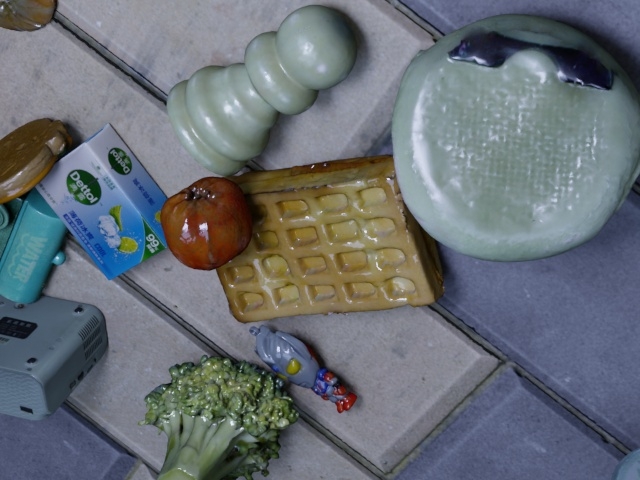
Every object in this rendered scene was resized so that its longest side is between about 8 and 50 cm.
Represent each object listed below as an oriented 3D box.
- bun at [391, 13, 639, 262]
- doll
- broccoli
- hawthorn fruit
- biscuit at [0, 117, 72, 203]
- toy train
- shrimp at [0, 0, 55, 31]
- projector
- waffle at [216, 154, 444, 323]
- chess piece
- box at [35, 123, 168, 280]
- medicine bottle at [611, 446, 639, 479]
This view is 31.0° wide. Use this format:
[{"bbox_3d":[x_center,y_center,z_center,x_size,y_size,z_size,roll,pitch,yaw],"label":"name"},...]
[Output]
[{"bbox_3d":[0.229,-0.117,1.360,0.293,0.187,0.293,1,94,13],"label":"bun"},{"bbox_3d":[-0.031,0.192,1.747,0.194,0.062,0.104,39,171,-8],"label":"doll"},{"bbox_3d":[-0.158,0.311,1.763,0.263,0.243,0.247,1,117,21],"label":"broccoli"},{"bbox_3d":[-0.148,-0.021,1.522,0.128,0.128,0.128,12,124,18],"label":"hawthorn fruit"},{"bbox_3d":[-0.430,-0.115,1.686,0.170,0.170,0.050,-13,128,31],"label":"biscuit"},{"bbox_3d":[-0.477,-0.001,1.821,0.159,0.101,0.248,25,129,-8],"label":"toy train"},{"bbox_3d":[-0.479,-0.369,1.628,0.236,0.053,0.133,24,147,6],"label":"shrimp"},{"bbox_3d":[-0.502,0.174,1.868,0.250,0.198,0.108,9,123,19],"label":"projector"},{"bbox_3d":[0.000,0.000,1.594,0.327,0.098,0.224,-7,117,27],"label":"waffle"},{"bbox_3d":[-0.064,-0.207,1.477,0.251,0.144,0.144,-33,102,31],"label":"chess piece"},{"bbox_3d":[-0.314,-0.055,1.718,0.139,0.073,0.194,-28,105,35],"label":"box"},{"bbox_3d":[0.495,0.436,1.541,0.245,0.245,0.290,3,119,23],"label":"medicine bottle"}]
